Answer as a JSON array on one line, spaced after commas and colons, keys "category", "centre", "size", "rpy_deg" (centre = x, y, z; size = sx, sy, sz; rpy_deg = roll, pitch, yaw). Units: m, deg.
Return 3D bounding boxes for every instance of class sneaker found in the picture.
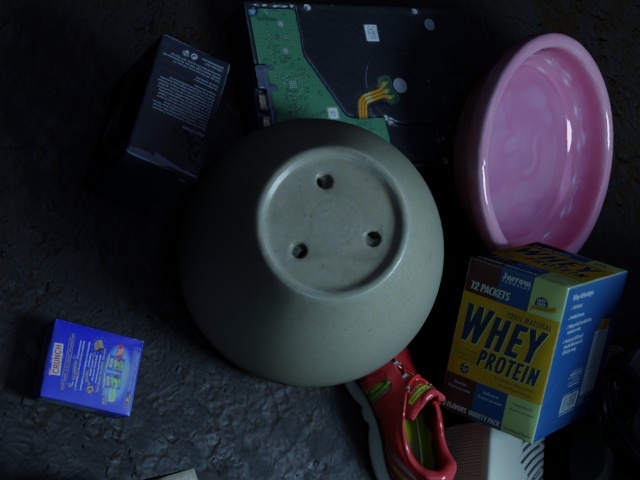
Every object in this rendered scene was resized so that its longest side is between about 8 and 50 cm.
[{"category": "sneaker", "centre": [0.417, 0.267, 1.746], "size": [0.118, 0.083, 0.222], "rpy_deg": [37, 56, -34]}, {"category": "sneaker", "centre": [0.106, 0.186, 1.552], "size": [0.107, 0.118, 0.279], "rpy_deg": [-18, 85, -33]}]

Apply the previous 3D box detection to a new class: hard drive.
[{"category": "hard drive", "centre": [0.050, -0.200, 1.665], "size": [0.339, 0.064, 0.237], "rpy_deg": [-5, 78, -32]}]

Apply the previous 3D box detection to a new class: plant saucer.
[{"category": "plant saucer", "centre": [0.290, -0.121, 1.712], "size": [0.332, 0.084, 0.332], "rpy_deg": [-9, 103, -47]}]

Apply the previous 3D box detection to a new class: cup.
[{"category": "cup", "centre": [0.000, 0.000, 1.409], "size": [0.331, 0.237, 0.331], "rpy_deg": [1, 82, -7]}]

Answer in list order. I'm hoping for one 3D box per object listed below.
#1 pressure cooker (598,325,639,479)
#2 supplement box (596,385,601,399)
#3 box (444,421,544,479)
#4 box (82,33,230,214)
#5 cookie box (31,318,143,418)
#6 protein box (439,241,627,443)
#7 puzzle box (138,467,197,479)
[{"category": "pressure cooker", "centre": [0.576, 0.252, 1.549], "size": [0.420, 0.370, 0.375], "rpy_deg": [-9, 81, -18]}, {"category": "supplement box", "centre": [0.345, 0.203, 1.707], "size": [0.043, 0.083, 0.055], "rpy_deg": [-11, 81, -32]}, {"category": "box", "centre": [0.212, 0.373, 1.566], "size": [0.094, 0.113, 0.275], "rpy_deg": [16, 70, -27]}, {"category": "box", "centre": [-0.194, -0.133, 1.447], "size": [0.093, 0.156, 0.158], "rpy_deg": [22, 66, -22]}, {"category": "cookie box", "centre": [-0.264, 0.146, 1.394], "size": [0.107, 0.040, 0.092], "rpy_deg": [18, 68, -25]}, {"category": "protein box", "centre": [0.275, 0.124, 1.574], "size": [0.200, 0.136, 0.201], "rpy_deg": [-9, 113, -55]}, {"category": "puzzle box", "centre": [-0.144, 0.441, 1.243], "size": [0.052, 0.272, 0.409], "rpy_deg": [-12, 81, -28]}]
